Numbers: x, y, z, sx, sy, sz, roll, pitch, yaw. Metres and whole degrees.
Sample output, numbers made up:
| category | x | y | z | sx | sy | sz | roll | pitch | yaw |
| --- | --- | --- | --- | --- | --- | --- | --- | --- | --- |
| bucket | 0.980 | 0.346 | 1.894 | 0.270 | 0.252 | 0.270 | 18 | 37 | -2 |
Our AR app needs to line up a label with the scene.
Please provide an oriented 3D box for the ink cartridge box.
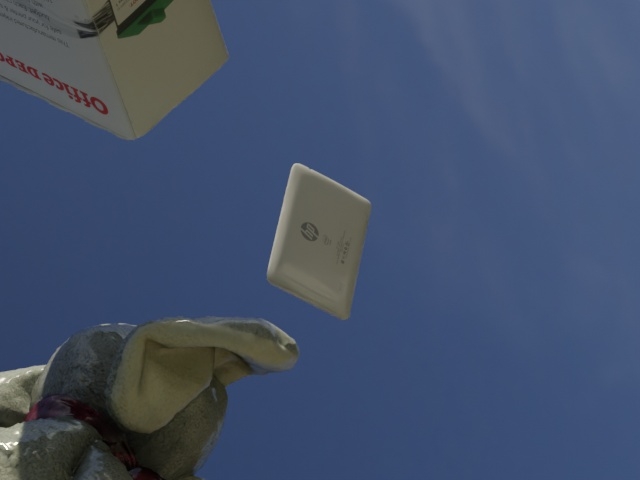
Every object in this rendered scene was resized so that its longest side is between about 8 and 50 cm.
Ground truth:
| category | x | y | z | sx | sy | sz | roll | pitch | yaw |
| --- | --- | --- | --- | --- | --- | --- | --- | --- | --- |
| ink cartridge box | -0.161 | -0.187 | 1.136 | 0.092 | 0.160 | 0.219 | -43 | -41 | -25 |

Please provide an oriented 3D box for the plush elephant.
| category | x | y | z | sx | sy | sz | roll | pitch | yaw |
| --- | --- | --- | --- | --- | --- | --- | --- | --- | --- |
| plush elephant | -0.143 | 0.162 | 1.131 | 0.255 | 0.272 | 0.330 | -28 | -76 | -40 |

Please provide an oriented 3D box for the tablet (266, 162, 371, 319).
| category | x | y | z | sx | sy | sz | roll | pitch | yaw |
| --- | --- | --- | --- | --- | --- | --- | --- | --- | --- |
| tablet | 0.000 | 0.000 | 1.051 | 0.054 | 0.006 | 0.083 | 28 | -129 | -20 |
